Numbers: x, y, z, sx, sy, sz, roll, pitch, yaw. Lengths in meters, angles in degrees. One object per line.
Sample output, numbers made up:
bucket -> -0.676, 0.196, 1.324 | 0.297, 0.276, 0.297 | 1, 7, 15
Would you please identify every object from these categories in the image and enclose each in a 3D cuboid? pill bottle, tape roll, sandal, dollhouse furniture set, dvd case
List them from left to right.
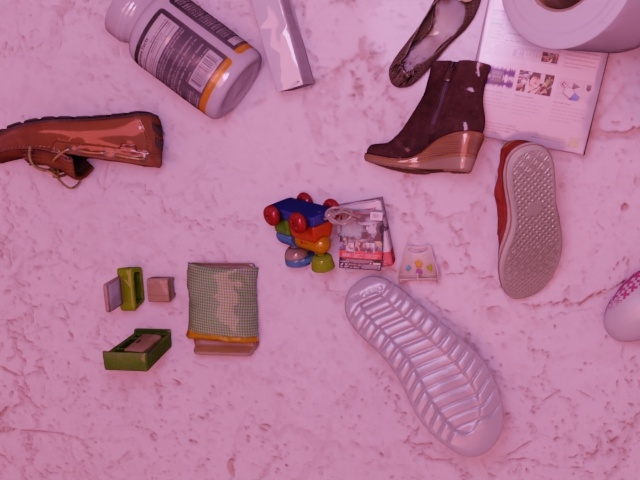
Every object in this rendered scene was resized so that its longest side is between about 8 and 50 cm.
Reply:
dollhouse furniture set -> -0.287, 0.156, 1.669 | 0.302, 0.151, 0.197 | 0, 101, 12
pill bottle -> -0.265, -0.375, 1.550 | 0.278, 0.162, 0.162 | 37, 106, 3
dvd case -> 0.080, -0.002, 1.570 | 0.087, 0.013, 0.119 | 3, 104, 10
sandal -> 0.216, 0.238, 1.614 | 0.169, 0.102, 0.416 | -37, 79, 2
tape roll -> 0.432, -0.423, 1.273 | 0.246, 0.169, 0.246 | 13, 107, 48

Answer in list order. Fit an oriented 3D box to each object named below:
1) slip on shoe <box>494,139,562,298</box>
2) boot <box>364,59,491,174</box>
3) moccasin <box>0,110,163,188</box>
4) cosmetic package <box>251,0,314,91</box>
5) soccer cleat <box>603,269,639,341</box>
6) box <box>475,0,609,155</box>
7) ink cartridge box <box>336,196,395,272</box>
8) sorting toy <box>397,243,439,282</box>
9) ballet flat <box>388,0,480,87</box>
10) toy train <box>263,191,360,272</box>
slip on shoe -> 0.382, -0.039, 1.509 | 0.123, 0.101, 0.331 | -10, 118, -2
boot -> 0.201, -0.231, 1.513 | 0.249, 0.090, 0.206 | 6, 87, 39
moccasin -> -0.509, -0.182, 1.664 | 0.380, 0.139, 0.146 | -3, 92, 3
cosmetic package -> -0.080, -0.407, 1.536 | 0.061, 0.099, 0.239 | -14, 98, 14
soccer cleat -> 0.664, 0.082, 1.457 | 0.331, 0.143, 0.116 | -38, 92, 17
box -> 0.404, -0.335, 1.472 | 0.232, 0.058, 0.321 | 13, 105, 9
ink cartridge box -> 0.088, -0.013, 1.604 | 0.099, 0.056, 0.135 | -9, 100, 14
sorting toy -> 0.196, 0.045, 1.603 | 0.083, 0.045, 0.075 | -1, 94, 13
ballet flat -> 0.213, -0.390, 1.498 | 0.084, 0.058, 0.250 | 40, 106, 1
toy train -> 0.000, 0.000, 1.553 | 0.248, 0.105, 0.143 | 17, 124, 50
